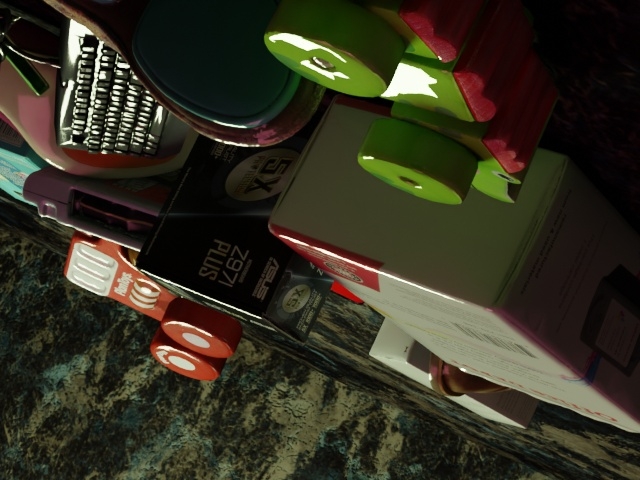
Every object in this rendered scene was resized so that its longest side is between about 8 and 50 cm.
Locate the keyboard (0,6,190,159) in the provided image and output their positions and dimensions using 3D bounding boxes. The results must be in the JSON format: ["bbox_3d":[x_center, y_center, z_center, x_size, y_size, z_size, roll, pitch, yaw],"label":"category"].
[{"bbox_3d":[-0.199,-0.135,1.223,0.201,0.033,0.317,12,161,-8],"label":"keyboard"}]

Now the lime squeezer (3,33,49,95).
[{"bbox_3d":[-0.302,-0.212,1.200,0.110,0.058,0.310,60,174,16],"label":"lime squeezer"}]

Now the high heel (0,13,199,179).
[{"bbox_3d":[-0.288,-0.181,1.427,0.377,0.127,0.181,21,-150,-21],"label":"high heel"}]

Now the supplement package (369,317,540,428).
[{"bbox_3d":[0.168,0.130,1.720,0.179,0.105,0.105,30,171,-21],"label":"supplement package"}]

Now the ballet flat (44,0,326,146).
[{"bbox_3d":[-0.076,-0.138,0.899,0.316,0.107,0.106,42,-172,39],"label":"ballet flat"}]

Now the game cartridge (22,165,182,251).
[{"bbox_3d":[-0.122,-0.034,1.474,0.294,0.060,0.196,18,-161,21],"label":"game cartridge"}]

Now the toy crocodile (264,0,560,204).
[{"bbox_3d":[0.064,-0.099,0.758,0.105,0.115,0.340,20,168,28],"label":"toy crocodile"}]

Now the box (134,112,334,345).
[{"bbox_3d":[-0.049,-0.023,1.256,0.147,0.180,0.077,20,169,33],"label":"box"}]

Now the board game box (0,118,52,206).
[{"bbox_3d":[-0.379,-0.113,1.936,0.253,0.079,0.336,21,169,27],"label":"board game box"}]

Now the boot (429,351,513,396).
[{"bbox_3d":[0.198,0.105,1.464,0.115,0.112,0.305,10,-178,28],"label":"boot"}]

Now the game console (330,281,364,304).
[{"bbox_3d":[0.000,0.000,1.598,0.144,0.085,0.124,25,160,5],"label":"game console"}]

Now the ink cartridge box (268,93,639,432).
[{"bbox_3d":[0.140,0.025,1.168,0.226,0.131,0.306,19,170,38],"label":"ink cartridge box"}]

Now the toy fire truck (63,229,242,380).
[{"bbox_3d":[-0.205,0.039,1.886,0.253,0.169,0.302,24,158,-4],"label":"toy fire truck"}]
